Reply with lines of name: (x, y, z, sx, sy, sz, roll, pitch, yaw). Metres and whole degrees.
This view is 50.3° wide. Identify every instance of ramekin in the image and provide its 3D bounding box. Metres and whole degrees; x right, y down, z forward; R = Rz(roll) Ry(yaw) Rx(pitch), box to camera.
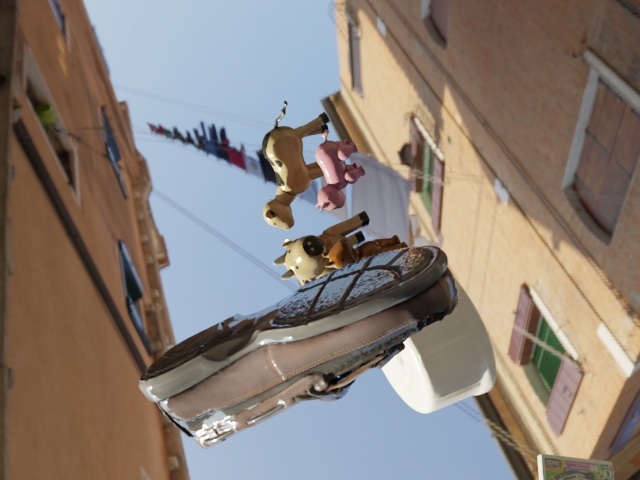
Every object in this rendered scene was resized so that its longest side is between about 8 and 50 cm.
ramekin: (0.190, 0.184, 1.272, 0.135, 0.277, 0.277, -24, -131, -15)

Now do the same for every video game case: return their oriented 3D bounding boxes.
video game case: (0.279, 0.296, 0.731, 0.087, 0.011, 0.122, 9, -117, -10)

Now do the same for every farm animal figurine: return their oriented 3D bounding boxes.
farm animal figurine: (0.000, 0.000, 1.073, 0.172, 0.327, 0.330, -23, -124, -8)

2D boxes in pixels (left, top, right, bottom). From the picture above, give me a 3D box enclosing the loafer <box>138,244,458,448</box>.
loafer: (-0.015, 0.095, 0.556, 0.302, 0.095, 0.109, -24, -168, 29)
